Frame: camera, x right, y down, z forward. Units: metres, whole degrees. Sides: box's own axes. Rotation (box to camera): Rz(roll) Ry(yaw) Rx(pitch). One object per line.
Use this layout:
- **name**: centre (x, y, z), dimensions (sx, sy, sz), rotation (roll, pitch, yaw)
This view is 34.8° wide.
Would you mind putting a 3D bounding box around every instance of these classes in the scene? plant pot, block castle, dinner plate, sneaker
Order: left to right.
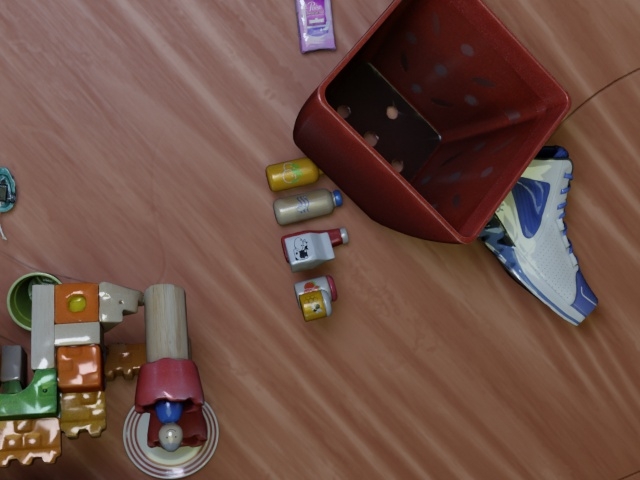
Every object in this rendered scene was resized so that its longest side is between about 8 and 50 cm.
- **block castle**: centre (-0.376, 0.208, 1.326), dimensions (0.453, 0.303, 0.213), rotation (-3, 67, -7)
- **plant pot**: centre (-0.392, 0.079, 1.435), dimensions (0.083, 0.079, 0.083), rotation (-1, 99, -8)
- **dinner plate**: centre (-0.223, 0.287, 1.527), dimensions (0.141, 0.017, 0.141), rotation (-1, 101, -7)
- **plant pot**: centre (0.116, -0.159, 1.359), dimensions (0.267, 0.236, 0.267), rotation (44, 68, -12)
- **sneaker**: centre (0.320, -0.035, 1.488), dimensions (0.182, 0.127, 0.315), rotation (-45, 101, 4)

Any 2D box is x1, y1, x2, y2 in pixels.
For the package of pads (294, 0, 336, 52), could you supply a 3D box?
- **package of pads**: centre (-0.008, -0.309, 1.444), dimensions (0.050, 0.032, 0.083), rotation (-8, 101, -9)

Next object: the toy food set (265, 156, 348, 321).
- **toy food set**: centre (0.000, 0.000, 1.451), dimensions (0.104, 0.111, 0.232), rotation (-14, 70, -5)

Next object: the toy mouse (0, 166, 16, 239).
- **toy mouse**: centre (-0.478, -0.061, 1.424), dimensions (0.161, 0.031, 0.143), rotation (-36, 102, 0)
